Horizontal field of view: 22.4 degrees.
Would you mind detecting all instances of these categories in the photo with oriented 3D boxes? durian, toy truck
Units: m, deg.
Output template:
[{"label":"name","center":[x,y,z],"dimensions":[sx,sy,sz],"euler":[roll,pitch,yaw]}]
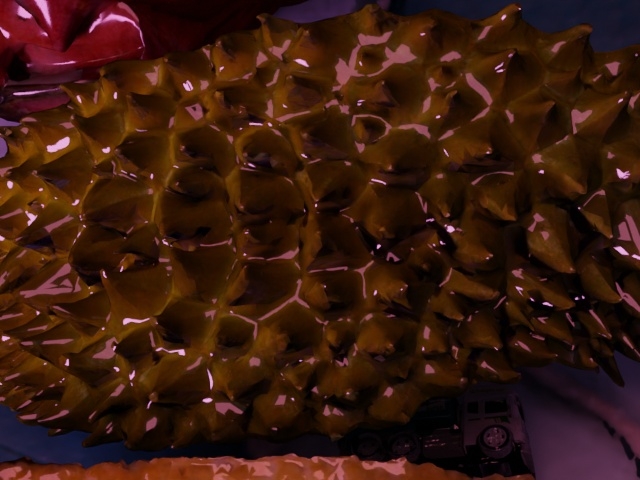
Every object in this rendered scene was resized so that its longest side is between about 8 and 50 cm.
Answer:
[{"label":"durian","center":[0.002,-0.001,0.648],"dimensions":[0.355,0.169,0.157],"euler":[-6,85,12]},{"label":"toy truck","center":[0.047,0.083,0.680],"dimensions":[0.083,0.039,0.044],"euler":[-7,48,12]}]

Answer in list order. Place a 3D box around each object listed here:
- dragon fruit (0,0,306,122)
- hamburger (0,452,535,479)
[{"label":"dragon fruit","center":[-0.084,-0.150,0.743],"dimensions":[0.293,0.234,0.234],"euler":[13,67,4]},{"label":"hamburger","center":[-0.051,0.166,0.605],"dimensions":[0.283,0.144,0.156],"euler":[-4,73,13]}]
